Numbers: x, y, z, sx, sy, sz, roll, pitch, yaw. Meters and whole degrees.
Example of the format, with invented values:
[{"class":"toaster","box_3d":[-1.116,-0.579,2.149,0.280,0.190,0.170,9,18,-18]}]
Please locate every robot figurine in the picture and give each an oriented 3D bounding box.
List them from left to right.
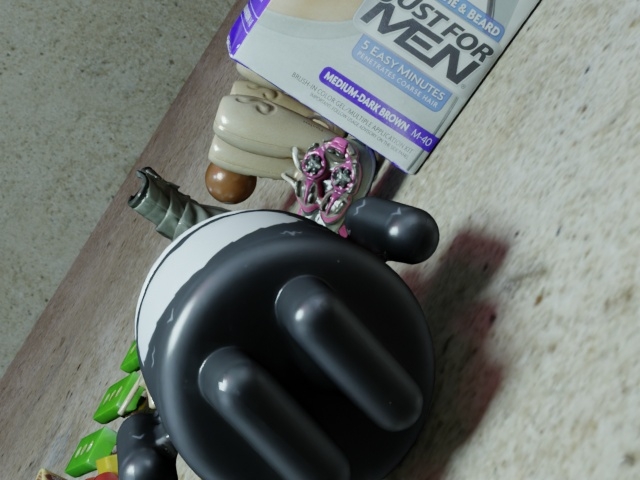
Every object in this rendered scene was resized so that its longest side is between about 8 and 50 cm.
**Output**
[{"class":"robot figurine","box_3d":[-0.031,0.068,0.819,0.278,0.209,0.173,-149,56,-75]}]

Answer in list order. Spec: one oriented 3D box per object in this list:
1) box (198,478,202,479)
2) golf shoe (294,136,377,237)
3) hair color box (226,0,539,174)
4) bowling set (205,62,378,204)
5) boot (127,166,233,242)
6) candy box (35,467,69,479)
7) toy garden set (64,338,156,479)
[{"class":"box","box_3d":[-0.078,0.217,0.958,0.094,0.027,0.137,-59,15,-2]},{"class":"golf shoe","box_3d":[0.000,0.000,1.103,0.186,0.067,0.086,-63,-23,13]},{"class":"hair color box","box_3d":[0.092,-0.246,1.037,0.339,0.185,0.110,-55,15,11]},{"class":"bowling set","box_3d":[-0.022,-0.114,1.288,0.287,0.154,0.200,-76,5,-45]},{"class":"boot","box_3d":[-0.123,-0.005,1.278,0.083,0.161,0.246,-58,15,0]},{"class":"candy box","box_3d":[-0.197,0.284,0.875,0.183,0.087,0.316,-62,11,-4]},{"class":"toy garden set","box_3d":[-0.203,0.198,1.360,0.204,0.049,0.244,-33,28,61]}]
